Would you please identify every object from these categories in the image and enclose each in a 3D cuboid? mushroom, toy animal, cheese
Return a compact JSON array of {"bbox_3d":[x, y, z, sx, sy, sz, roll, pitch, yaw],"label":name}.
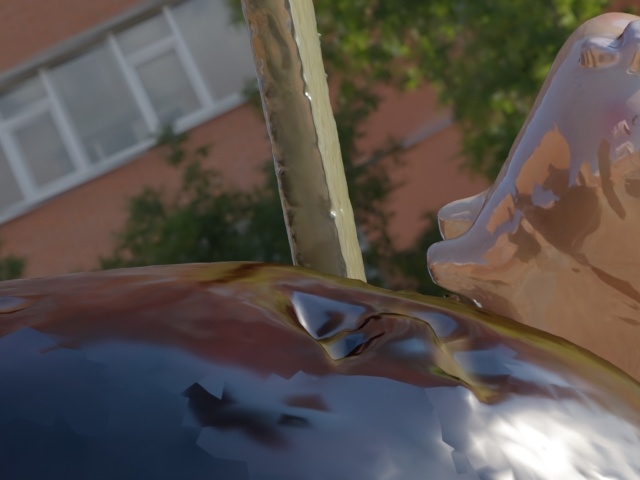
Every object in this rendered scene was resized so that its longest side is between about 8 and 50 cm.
[{"bbox_3d":[-0.008,0.177,0.436,0.331,0.356,0.334,0,-14,11],"label":"mushroom"},{"bbox_3d":[0.205,0.012,1.178,0.269,0.237,0.326,-6,-59,8],"label":"toy animal"},{"bbox_3d":[0.002,0.000,0.950,0.034,0.400,0.085,-12,-1,5],"label":"cheese"}]
